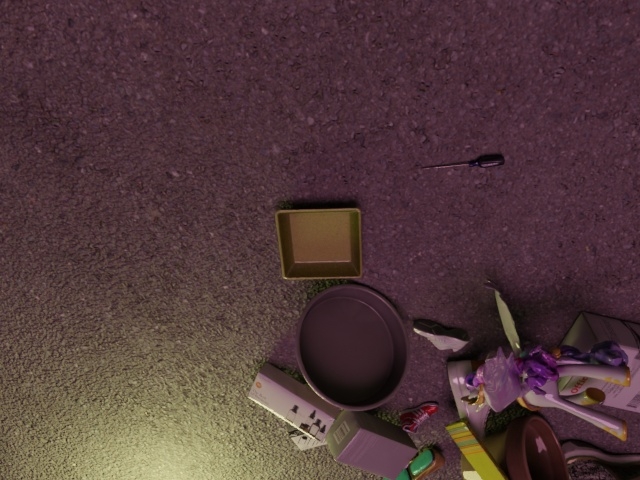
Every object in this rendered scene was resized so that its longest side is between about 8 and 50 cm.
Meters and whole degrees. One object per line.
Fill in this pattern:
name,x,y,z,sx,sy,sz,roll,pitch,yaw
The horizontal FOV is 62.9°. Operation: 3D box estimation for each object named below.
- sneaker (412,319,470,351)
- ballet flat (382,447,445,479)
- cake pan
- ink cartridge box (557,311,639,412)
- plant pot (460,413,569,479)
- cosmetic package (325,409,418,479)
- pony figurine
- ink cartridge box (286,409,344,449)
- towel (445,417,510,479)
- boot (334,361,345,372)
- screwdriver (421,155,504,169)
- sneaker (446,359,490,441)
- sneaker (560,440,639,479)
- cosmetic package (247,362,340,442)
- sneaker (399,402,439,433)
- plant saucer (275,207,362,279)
sneaker,0.300,0.248,1.330,0.152,0.054,0.061,19,125,-9
ballet flat,0.293,0.723,1.623,0.073,0.080,0.232,28,123,-31
cake pan,0.072,0.249,1.235,0.293,0.293,0.054,26,153,-12
ink cartridge box,0.745,0.309,1.303,0.272,0.114,0.197,13,123,-5
plant pot,0.533,0.639,1.475,0.229,0.263,0.263,-27,119,40
cosmetic package,0.145,0.573,1.477,0.238,0.107,0.127,32,99,-31
pony figurine,0.483,0.295,1.180,0.363,0.303,0.351,0,127,26
ink cartridge box,0.014,0.552,1.546,0.207,0.046,0.097,-20,120,15
towel,0.426,0.579,1.373,0.237,0.021,0.102,55,151,12
boot,0.046,0.337,1.343,0.073,0.152,0.197,-3,122,6
screwdriver,0.297,-0.156,1.096,0.170,0.024,0.025,-7,151,16
sneaker,0.431,0.440,1.412,0.123,0.106,0.290,-14,119,15
sneaker,0.874,0.728,1.521,0.410,0.182,0.158,12,122,-4
cosmetic package,-0.073,0.439,1.420,0.239,0.060,0.099,28,113,11
sneaker,0.283,0.506,1.486,0.118,0.067,0.042,-24,118,18
plant saucer,0.000,0.000,1.196,0.188,0.045,0.188,-1,122,4
